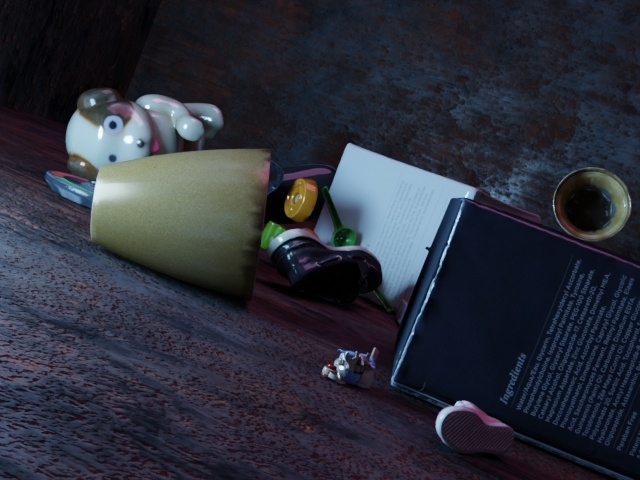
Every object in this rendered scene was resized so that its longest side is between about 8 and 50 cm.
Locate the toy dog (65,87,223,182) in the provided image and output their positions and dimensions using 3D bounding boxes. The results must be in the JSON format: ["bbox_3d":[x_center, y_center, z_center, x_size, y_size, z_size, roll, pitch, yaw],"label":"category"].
[{"bbox_3d":[-0.456,-0.249,2.352,0.395,0.285,0.408,22,6,11],"label":"toy dog"}]

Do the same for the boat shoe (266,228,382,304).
[{"bbox_3d":[0.032,0.073,1.913,0.340,0.127,0.113,29,26,-54],"label":"boat shoe"}]

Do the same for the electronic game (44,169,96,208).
[{"bbox_3d":[-0.446,-0.093,1.963,0.229,0.048,0.229,22,5,-2],"label":"electronic game"}]

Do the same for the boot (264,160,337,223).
[{"bbox_3d":[-0.117,-0.134,2.284,0.367,0.146,0.445,-15,-9,-3],"label":"boot"}]

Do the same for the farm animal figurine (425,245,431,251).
[{"bbox_3d":[0.388,0.115,2.027,0.326,0.172,0.330,-17,68,-43],"label":"farm animal figurine"}]

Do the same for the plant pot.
[{"bbox_3d":[-0.216,-0.039,1.487,0.254,0.237,0.237,7,6,-7],"label":"plant pot"}]

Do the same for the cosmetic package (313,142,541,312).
[{"bbox_3d":[0.237,0.004,2.305,0.393,0.327,0.329,24,5,40],"label":"cosmetic package"}]

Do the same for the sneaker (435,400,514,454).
[{"bbox_3d":[0.165,0.217,1.146,0.134,0.051,0.070,22,1,-42],"label":"sneaker"}]

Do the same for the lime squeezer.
[{"bbox_3d":[0.079,0.023,2.155,0.310,0.059,0.110,62,-25,1],"label":"lime squeezer"}]

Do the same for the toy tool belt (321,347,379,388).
[{"bbox_3d":[0.040,0.157,1.248,0.083,0.051,0.052,17,6,-43],"label":"toy tool belt"}]

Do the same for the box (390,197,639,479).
[{"bbox_3d":[0.379,0.146,1.520,0.471,0.297,0.480,20,4,4],"label":"box"}]

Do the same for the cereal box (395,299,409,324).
[{"bbox_3d":[0.244,0.185,1.949,0.173,0.047,0.240,23,3,-1],"label":"cereal box"}]

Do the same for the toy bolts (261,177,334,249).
[{"bbox_3d":[0.000,0.000,2.105,0.158,0.218,0.228,18,20,-29],"label":"toy bolts"}]

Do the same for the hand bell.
[{"bbox_3d":[0.463,-0.033,1.702,0.126,0.126,0.242,23,-9,13],"label":"hand bell"}]
